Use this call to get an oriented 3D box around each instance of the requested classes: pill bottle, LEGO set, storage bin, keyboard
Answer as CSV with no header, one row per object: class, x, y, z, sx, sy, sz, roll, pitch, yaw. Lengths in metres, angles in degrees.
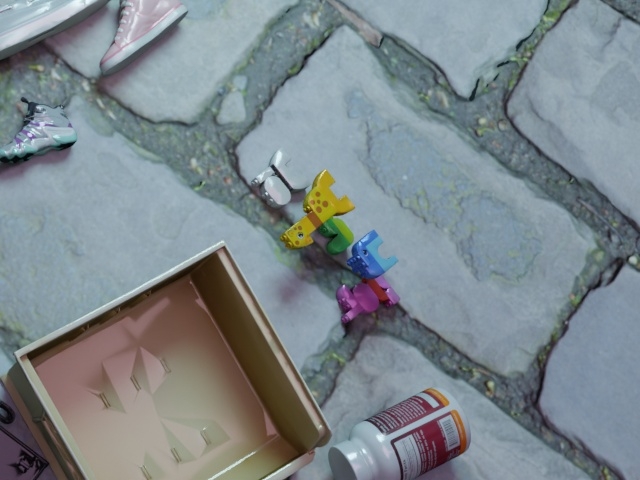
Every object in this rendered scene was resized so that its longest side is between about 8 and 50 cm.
pill bottle,0.088,0.232,2.019,0.152,0.086,0.086,-23,86,-24
LEGO set,0.000,0.000,2.043,0.093,0.087,0.227,-39,91,-25
storage bin,-0.165,0.183,1.913,0.262,0.123,0.260,-29,88,-25
keyboard,-0.374,0.202,1.884,0.180,0.023,0.108,39,73,-9

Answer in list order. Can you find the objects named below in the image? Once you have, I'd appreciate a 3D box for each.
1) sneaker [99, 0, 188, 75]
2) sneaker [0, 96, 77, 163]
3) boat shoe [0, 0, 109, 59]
sneaker,-0.220,-0.249,2.041,0.070,0.051,0.134,48,62,-3
sneaker,-0.326,-0.127,1.978,0.098,0.038,0.069,-18,82,-33
boat shoe,-0.313,-0.264,2.006,0.184,0.066,0.063,-30,90,-15
